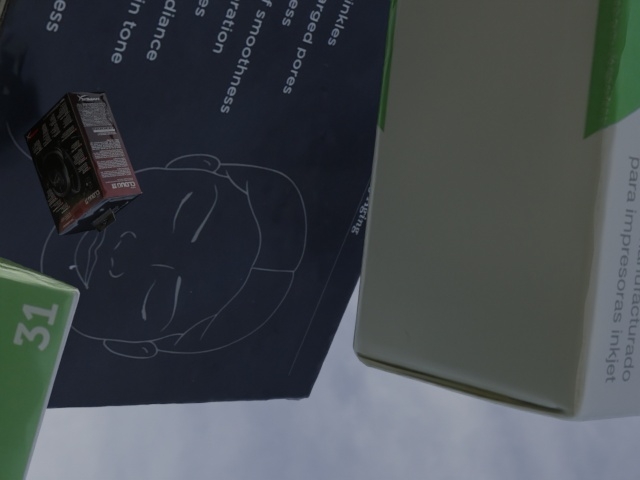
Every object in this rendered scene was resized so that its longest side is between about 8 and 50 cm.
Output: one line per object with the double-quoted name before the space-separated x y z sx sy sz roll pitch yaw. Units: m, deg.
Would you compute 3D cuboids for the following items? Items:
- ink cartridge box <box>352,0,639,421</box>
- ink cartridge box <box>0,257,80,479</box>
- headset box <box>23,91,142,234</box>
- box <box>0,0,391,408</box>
"ink cartridge box" 0.169 -0.040 0.462 0.121 0.289 0.211 8 -86 51
"ink cartridge box" -0.119 0.089 0.302 0.235 0.056 0.171 6 -99 63
"headset box" -0.155 -0.047 0.669 0.062 0.032 0.083 -32 -103 42
"box" -0.167 -0.119 0.931 0.297 0.472 0.479 33 -74 40
